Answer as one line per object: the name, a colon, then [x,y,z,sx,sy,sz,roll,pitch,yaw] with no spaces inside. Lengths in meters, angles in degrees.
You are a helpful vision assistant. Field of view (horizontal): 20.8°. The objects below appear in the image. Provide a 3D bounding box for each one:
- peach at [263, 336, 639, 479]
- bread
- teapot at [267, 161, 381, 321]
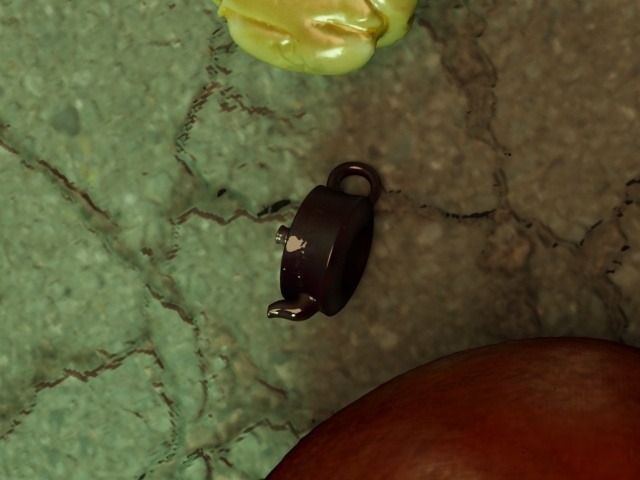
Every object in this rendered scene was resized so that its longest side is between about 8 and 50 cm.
peach: [0.088,0.202,0.797,0.332,0.308,0.307,-9,94,22]
bread: [0.005,-0.172,0.875,0.119,0.084,0.177,15,100,14]
teapot: [0.000,0.000,0.906,0.045,0.068,0.100,18,65,14]
